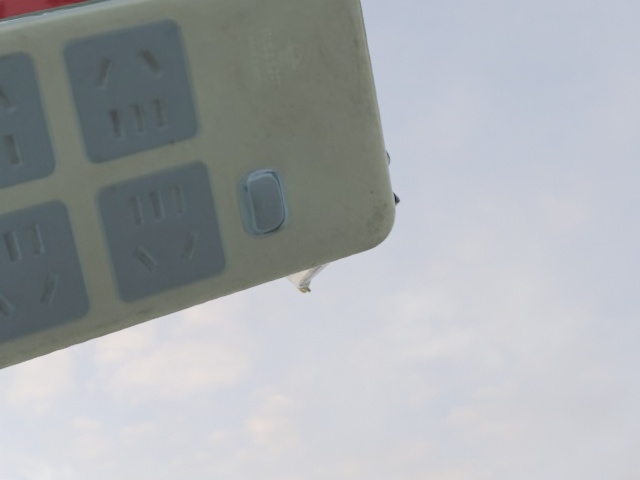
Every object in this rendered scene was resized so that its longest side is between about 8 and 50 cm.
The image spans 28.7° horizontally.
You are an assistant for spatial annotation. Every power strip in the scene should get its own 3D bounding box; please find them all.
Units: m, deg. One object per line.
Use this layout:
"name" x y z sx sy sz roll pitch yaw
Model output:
"power strip" -0.089 -0.025 0.455 0.271 0.046 0.118 -18 -76 -24

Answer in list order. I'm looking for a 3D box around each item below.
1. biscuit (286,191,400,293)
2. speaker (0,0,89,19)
"biscuit" 0.000 0.000 0.935 0.048 0.026 0.292 45 -18 0
"speaker" -0.156 -0.192 0.834 0.294 0.294 0.294 -2 -41 -2
